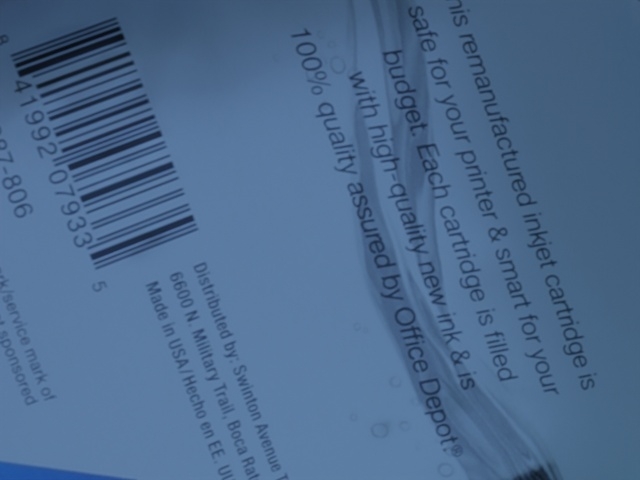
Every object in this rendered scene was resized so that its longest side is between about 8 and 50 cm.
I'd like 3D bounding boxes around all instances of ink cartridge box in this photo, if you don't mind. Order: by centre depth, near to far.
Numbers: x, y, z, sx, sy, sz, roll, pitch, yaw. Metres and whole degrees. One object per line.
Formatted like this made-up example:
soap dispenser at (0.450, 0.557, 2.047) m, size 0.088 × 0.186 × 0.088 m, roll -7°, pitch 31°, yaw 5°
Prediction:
ink cartridge box at (0.000, 0.000, 0.631) m, size 0.395 × 0.166 × 0.285 m, roll -21°, pitch 98°, yaw -10°
